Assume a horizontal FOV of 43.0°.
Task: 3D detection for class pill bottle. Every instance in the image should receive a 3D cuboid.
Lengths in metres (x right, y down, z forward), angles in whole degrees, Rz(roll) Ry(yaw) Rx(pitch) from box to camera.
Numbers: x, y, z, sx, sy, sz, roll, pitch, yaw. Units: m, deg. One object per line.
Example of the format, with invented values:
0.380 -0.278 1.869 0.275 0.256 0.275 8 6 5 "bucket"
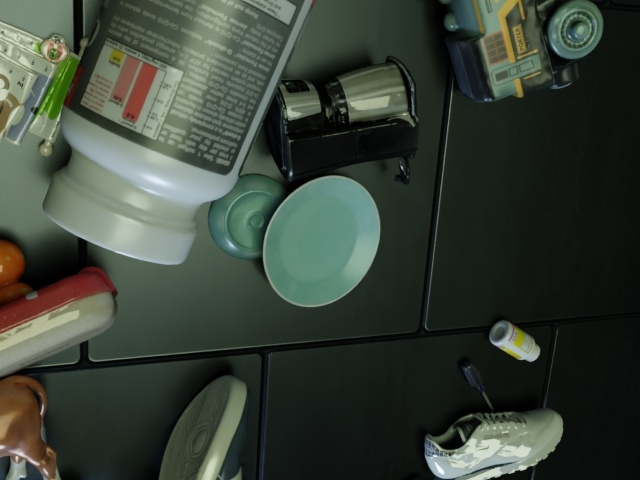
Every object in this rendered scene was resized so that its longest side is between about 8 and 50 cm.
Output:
0.311 0.162 1.290 0.083 0.043 0.043 32 93 -27 "pill bottle"
-0.161 -0.171 0.901 0.210 0.210 0.363 21 98 -26 "pill bottle"

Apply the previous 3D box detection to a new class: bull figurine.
-0.474 0.275 0.985 0.310 0.101 0.188 -21 117 -12 "bull figurine"

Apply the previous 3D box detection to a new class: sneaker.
-0.136 0.362 1.084 0.148 0.131 0.350 28 67 -31 "sneaker"
0.280 0.316 1.302 0.235 0.090 0.095 -21 107 -10 "sneaker"

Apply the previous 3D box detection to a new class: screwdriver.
0.266 0.253 1.321 0.024 0.025 0.170 -37 125 -8 "screwdriver"

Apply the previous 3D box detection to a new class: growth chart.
-0.394 -0.181 0.911 0.237 0.021 0.172 14 102 -24 "growth chart"

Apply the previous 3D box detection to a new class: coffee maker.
0.027 -0.134 1.032 0.178 0.120 0.171 -14 103 -12 "coffee maker"

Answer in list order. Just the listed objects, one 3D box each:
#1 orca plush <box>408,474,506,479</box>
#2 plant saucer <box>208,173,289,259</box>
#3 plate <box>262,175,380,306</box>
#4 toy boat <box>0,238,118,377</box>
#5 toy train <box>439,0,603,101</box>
0.205 0.471 1.316 0.287 0.102 0.151 5 105 -23 "orca plush"
-0.089 -0.028 1.082 0.119 0.021 0.119 -7 109 -20 "plant saucer"
0.000 0.000 1.112 0.188 0.024 0.188 -12 114 -29 "plate"
-0.365 0.070 0.957 0.231 0.151 0.151 -24 84 -14 "toy boat"
0.241 -0.340 1.053 0.190 0.142 0.334 -22 114 -3 "toy train"
